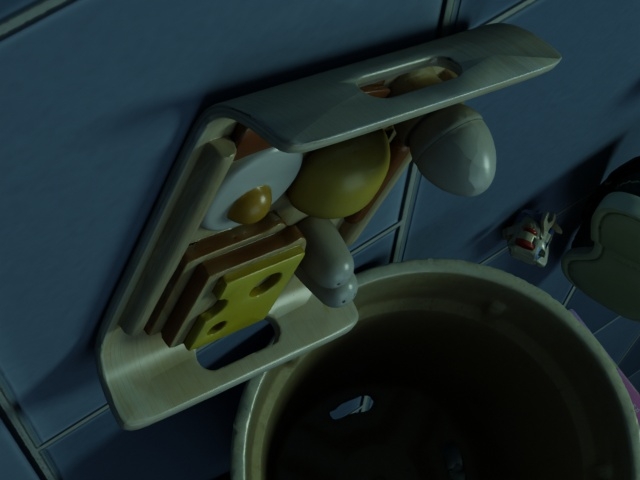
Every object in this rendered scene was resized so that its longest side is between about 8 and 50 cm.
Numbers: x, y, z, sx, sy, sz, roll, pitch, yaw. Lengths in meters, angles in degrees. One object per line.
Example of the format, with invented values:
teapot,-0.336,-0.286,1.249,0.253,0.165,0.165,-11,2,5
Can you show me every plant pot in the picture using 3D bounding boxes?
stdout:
plant pot,0.077,0.213,1.209,0.334,0.334,0.305,-32,172,-14

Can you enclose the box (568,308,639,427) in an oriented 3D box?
box,0.369,0.243,1.859,0.117,0.243,0.213,-36,161,-3

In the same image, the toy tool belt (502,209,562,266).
toy tool belt,0.197,-0.010,1.262,0.083,0.052,0.051,58,54,-75

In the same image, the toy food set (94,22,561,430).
toy food set,0.000,0.000,0.844,0.219,0.092,0.306,-22,156,-38

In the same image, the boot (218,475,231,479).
boot,-0.052,0.346,1.528,0.348,0.131,0.260,-13,150,-50

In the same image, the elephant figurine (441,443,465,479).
elephant figurine,0.179,0.341,1.904,0.186,0.169,0.239,9,127,-46

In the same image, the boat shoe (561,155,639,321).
boat shoe,0.325,-0.011,1.374,0.113,0.127,0.340,-57,162,-12
